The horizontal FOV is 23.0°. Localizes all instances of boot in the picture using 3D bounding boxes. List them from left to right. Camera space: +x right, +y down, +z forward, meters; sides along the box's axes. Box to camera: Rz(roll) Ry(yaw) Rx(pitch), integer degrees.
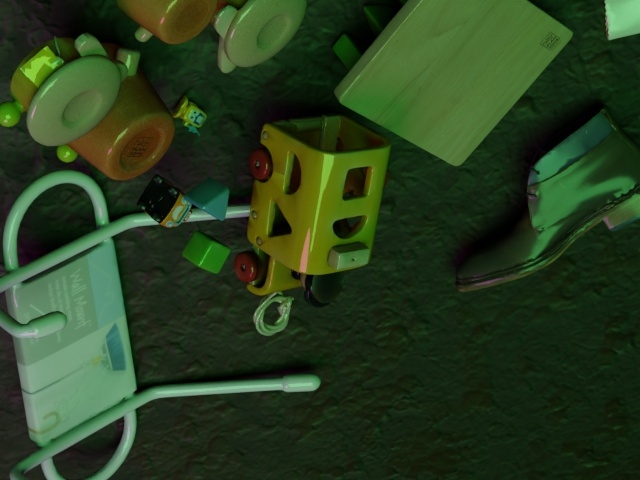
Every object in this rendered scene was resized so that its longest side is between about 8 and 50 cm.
[{"bbox_3d":[0.207,-0.038,1.487,0.219,0.082,0.106,-28,100,11],"label":"boot"}]

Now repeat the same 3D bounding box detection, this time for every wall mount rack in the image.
[{"bbox_3d":[-0.158,0.091,1.454,0.304,0.130,0.350,-28,130,-34],"label":"wall mount rack"}]

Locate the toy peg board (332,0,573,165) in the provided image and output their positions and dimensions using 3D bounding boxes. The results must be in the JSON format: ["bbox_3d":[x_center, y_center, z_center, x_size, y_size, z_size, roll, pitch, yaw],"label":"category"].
[{"bbox_3d":[0.105,-0.173,1.382,0.161,0.079,0.161,24,114,-40],"label":"toy peg board"}]

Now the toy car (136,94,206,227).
[{"bbox_3d":[-0.116,-0.064,1.372,0.040,0.060,0.122,32,74,-36],"label":"toy car"}]

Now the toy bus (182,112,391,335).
[{"bbox_3d":[-0.002,-0.010,1.379,0.191,0.104,0.202,-50,137,-9],"label":"toy bus"}]

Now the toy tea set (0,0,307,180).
[{"bbox_3d":[-0.128,-0.197,1.293,0.336,0.124,0.200,-42,156,-6],"label":"toy tea set"}]

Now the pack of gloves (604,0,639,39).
[{"bbox_3d":[0.366,-0.276,1.378,0.232,0.046,0.195,-10,121,-5],"label":"pack of gloves"}]
